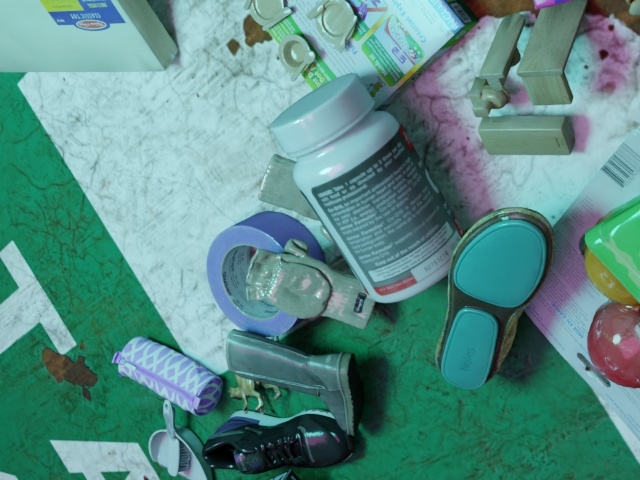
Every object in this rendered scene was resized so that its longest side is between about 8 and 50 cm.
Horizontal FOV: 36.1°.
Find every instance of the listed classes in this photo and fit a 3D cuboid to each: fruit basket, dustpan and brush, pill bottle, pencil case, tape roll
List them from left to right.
[{"bbox_3d":[-0.276,0.243,1.779,0.206,0.088,0.086,21,94,25],"label":"pencil case"},{"bbox_3d":[-0.272,0.377,1.848,0.147,0.060,0.211,19,119,28],"label":"dustpan and brush"},{"bbox_3d":[-0.086,0.054,1.574,0.189,0.080,0.189,14,117,30],"label":"tape roll"},{"bbox_3d":[0.065,-0.071,1.324,0.161,0.161,0.283,-19,112,39],"label":"pill bottle"},{"bbox_3d":[0.415,0.083,1.209,0.327,0.165,0.353,50,150,18],"label":"fruit basket"}]

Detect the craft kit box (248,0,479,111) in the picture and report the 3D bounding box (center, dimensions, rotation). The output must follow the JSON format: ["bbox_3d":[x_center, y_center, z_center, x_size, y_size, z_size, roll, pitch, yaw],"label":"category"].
[{"bbox_3d":[0.051,-0.312,1.345,0.246,0.061,0.250,-40,84,36],"label":"craft kit box"}]

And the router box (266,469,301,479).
[{"bbox_3d":[-0.041,0.562,1.705,0.243,0.081,0.309,-33,103,39],"label":"router box"}]

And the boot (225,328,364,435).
[{"bbox_3d":[-0.040,0.227,1.570,0.208,0.076,0.190,3,127,17],"label":"boot"}]

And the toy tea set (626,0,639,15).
[{"bbox_3d":[0.440,-0.345,0.964,0.124,0.200,0.336,54,129,16],"label":"toy tea set"}]

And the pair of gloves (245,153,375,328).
[{"bbox_3d":[0.000,0.000,1.457,0.204,0.042,0.240,10,103,-2],"label":"pair of gloves"}]

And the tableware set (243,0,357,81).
[{"bbox_3d":[-0.032,-0.314,1.356,0.141,0.020,0.169,-40,84,39],"label":"tableware set"}]

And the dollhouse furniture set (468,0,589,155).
[{"bbox_3d":[0.273,-0.204,1.249,0.144,0.123,0.151,4,146,34],"label":"dollhouse furniture set"}]

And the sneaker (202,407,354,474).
[{"bbox_3d":[-0.077,0.359,1.663,0.283,0.124,0.107,-9,104,37],"label":"sneaker"}]

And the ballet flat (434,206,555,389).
[{"bbox_3d":[0.227,0.057,1.300,0.123,0.123,0.349,32,140,21],"label":"ballet flat"}]

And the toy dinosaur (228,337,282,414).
[{"bbox_3d":[-0.113,0.241,1.682,0.093,0.053,0.183,51,130,20],"label":"toy dinosaur"}]

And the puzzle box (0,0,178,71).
[{"bbox_3d":[-0.452,-0.385,1.585,0.408,0.052,0.272,6,145,33],"label":"puzzle box"}]

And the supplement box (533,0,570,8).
[{"bbox_3d":[0.288,-0.387,1.109,0.111,0.114,0.220,-7,106,38],"label":"supplement box"}]
